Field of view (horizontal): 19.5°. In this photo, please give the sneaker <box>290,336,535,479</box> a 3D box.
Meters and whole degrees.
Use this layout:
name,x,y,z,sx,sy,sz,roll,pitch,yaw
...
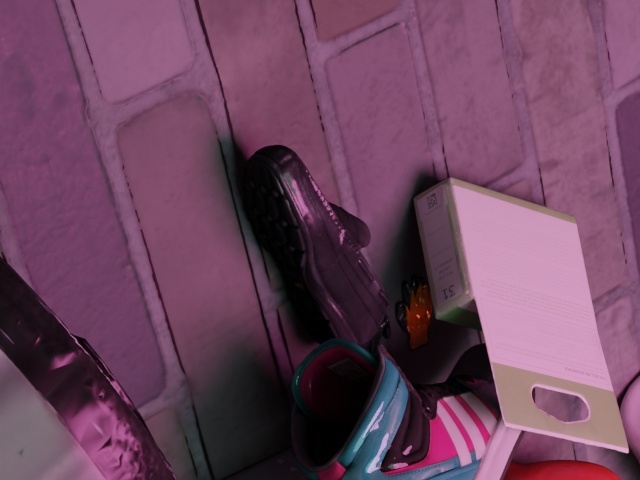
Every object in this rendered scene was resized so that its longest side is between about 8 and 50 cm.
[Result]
name,x,y,z,sx,sy,sz,roll,pitch,yaw
sneaker,0.067,0.138,1.558,0.178,0.124,0.295,45,34,-10

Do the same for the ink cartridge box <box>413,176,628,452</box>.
name,x,y,z,sx,sy,sz,roll,pitch,yaw
ink cartridge box,0.174,0.072,1.623,0.171,0.056,0.235,16,56,-41

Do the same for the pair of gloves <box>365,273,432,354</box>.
name,x,y,z,sx,sy,sz,roll,pitch,yaw
pair of gloves,0.066,0.071,1.660,0.083,0.010,0.074,-16,117,-31

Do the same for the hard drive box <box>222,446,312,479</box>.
name,x,y,z,sx,sy,sz,roll,pitch,yaw
hard drive box,-0.043,0.293,1.611,0.232,0.089,0.181,-22,119,-30

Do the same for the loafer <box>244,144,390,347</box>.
name,x,y,z,sx,sy,sz,roll,pitch,yaw
loafer,0.000,0.000,1.544,0.078,0.076,0.223,-44,133,-22

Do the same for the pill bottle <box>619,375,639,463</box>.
name,x,y,z,sx,sy,sz,roll,pitch,yaw
pill bottle,0.404,0.231,1.904,0.131,0.131,0.229,-46,129,-14

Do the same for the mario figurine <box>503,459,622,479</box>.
name,x,y,z,sx,sy,sz,roll,pitch,yaw
mario figurine,0.184,0.348,1.748,0.320,0.198,0.170,-49,117,-7

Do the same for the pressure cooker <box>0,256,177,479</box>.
name,x,y,z,sx,sy,sz,roll,pitch,yaw
pressure cooker,-0.341,0.191,1.156,0.420,0.375,0.370,-43,131,-17
